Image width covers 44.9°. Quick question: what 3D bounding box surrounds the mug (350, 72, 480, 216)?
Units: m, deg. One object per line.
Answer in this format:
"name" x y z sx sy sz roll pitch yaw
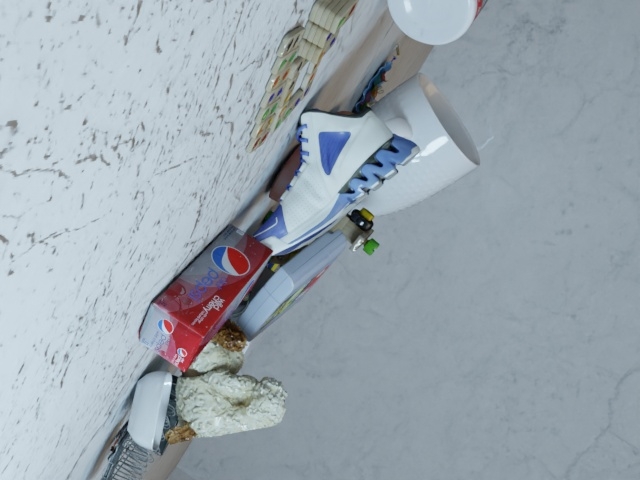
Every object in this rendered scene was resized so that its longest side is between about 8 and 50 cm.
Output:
"mug" 0.167 -0.213 1.898 0.328 0.276 0.374 -33 167 22

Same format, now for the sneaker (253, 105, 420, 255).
"sneaker" -0.003 -0.124 1.347 0.315 0.182 0.127 -38 174 4

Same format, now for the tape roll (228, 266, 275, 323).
"tape roll" -0.192 0.150 1.825 0.219 0.072 0.219 -56 177 -4

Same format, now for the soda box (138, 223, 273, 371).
"soda box" -0.172 0.081 1.202 0.083 0.092 0.263 -58 177 34

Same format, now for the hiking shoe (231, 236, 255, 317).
"hiking shoe" -0.155 0.056 1.489 0.227 0.086 0.114 -70 -179 -61

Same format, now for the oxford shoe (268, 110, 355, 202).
"oxford shoe" 0.029 -0.147 1.577 0.140 0.146 0.397 -60 176 36

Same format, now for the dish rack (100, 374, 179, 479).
"dish rack" -0.356 0.404 1.539 0.208 0.074 0.271 -66 177 27

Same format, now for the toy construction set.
"toy construction set" 0.000 0.000 1.780 0.257 0.237 0.309 -57 177 -11

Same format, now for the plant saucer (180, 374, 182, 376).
"plant saucer" -0.335 0.363 2.040 0.241 0.037 0.241 -57 178 -3

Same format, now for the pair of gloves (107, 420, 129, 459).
"pair of gloves" -0.402 0.399 1.552 0.074 0.010 0.083 -61 179 -41

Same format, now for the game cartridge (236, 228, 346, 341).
"game cartridge" -0.071 0.101 1.579 0.196 0.060 0.294 -34 169 -36

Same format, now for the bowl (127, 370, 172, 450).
"bowl" -0.308 0.303 1.393 0.142 0.053 0.142 115 -14 -74

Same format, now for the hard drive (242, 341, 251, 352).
"hard drive" -0.178 0.241 1.897 0.210 0.040 0.318 -59 177 25

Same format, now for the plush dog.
"plush dog" -0.213 0.254 1.472 0.211 0.225 0.262 -5 172 -35

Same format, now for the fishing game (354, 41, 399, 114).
"fishing game" 0.139 -0.382 2.011 0.264 0.041 0.189 -57 175 3

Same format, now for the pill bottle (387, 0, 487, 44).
"pill bottle" 0.245 -0.489 1.405 0.283 0.161 0.161 -55 176 -40

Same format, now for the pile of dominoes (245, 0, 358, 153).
"pile of dominoes" -0.018 -0.223 1.041 0.196 0.040 0.251 -56 176 -36

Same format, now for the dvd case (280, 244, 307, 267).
"dvd case" -0.090 0.031 2.177 0.221 0.018 0.164 -57 -159 -3

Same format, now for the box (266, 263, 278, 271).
"box" -0.144 0.079 2.035 0.059 0.054 0.169 -57 178 -12
